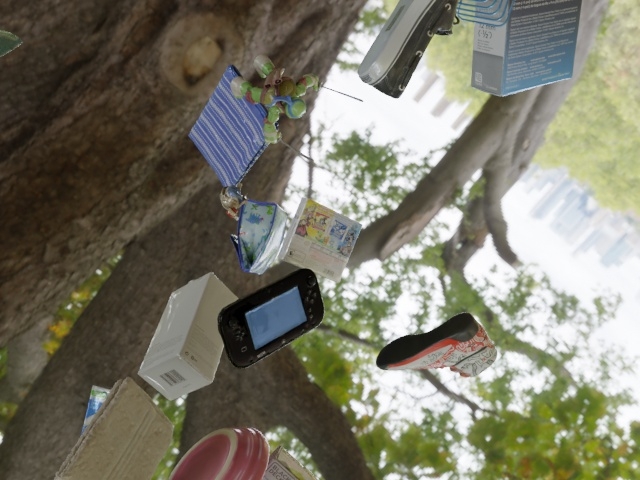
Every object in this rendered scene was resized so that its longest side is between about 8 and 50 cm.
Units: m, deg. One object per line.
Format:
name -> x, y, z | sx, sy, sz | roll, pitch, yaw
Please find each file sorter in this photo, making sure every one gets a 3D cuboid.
file sorter -> 0.305, -0.490, 1.395 | 0.118, 0.105, 0.170 | 19, -174, 24

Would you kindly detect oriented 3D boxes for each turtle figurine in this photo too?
turtle figurine -> -0.093, -0.352, 1.890 | 0.274, 0.198, 0.266 | 1, -147, -45

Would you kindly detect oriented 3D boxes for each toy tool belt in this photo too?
toy tool belt -> -0.164, -0.080, 1.403 | 0.052, 0.051, 0.083 | 41, -170, -32

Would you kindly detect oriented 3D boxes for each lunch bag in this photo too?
lunch bag -> -0.132, -0.004, 1.557 | 0.096, 0.151, 0.129 | 8, 176, 12

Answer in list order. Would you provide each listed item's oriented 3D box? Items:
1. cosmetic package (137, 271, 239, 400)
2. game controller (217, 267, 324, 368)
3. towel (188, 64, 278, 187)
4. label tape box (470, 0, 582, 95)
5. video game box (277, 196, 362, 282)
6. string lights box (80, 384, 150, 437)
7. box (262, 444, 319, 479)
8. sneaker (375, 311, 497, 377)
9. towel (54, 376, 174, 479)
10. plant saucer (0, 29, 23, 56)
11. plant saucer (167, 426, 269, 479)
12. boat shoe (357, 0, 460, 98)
cosmetic package -> -0.413, 0.298, 2.312 | 0.155, 0.197, 0.366 | 48, -147, -25
game controller -> -0.118, 0.194, 1.840 | 0.319, 0.067, 0.167 | -26, -79, -36
towel -> -0.267, -0.322, 2.141 | 0.040, 0.336, 0.243 | -26, -105, -43
label tape box -> 0.484, -0.535, 1.687 | 0.249, 0.348, 0.115 | -18, -151, -28
video game box -> 0.000, 0.000, 2.060 | 0.205, 0.187, 0.048 | 25, 178, -31
string lights box -> -0.507, 0.491, 1.745 | 0.133, 0.260, 0.076 | 3, 167, 33
box -> -0.149, 0.722, 1.978 | 0.169, 0.290, 0.087 | 43, -169, 0
sneaker -> 0.269, 0.273, 1.664 | 0.145, 0.270, 0.090 | 48, -149, -24
towel -> -0.419, 0.440, 1.505 | 0.187, 0.049, 0.282 | 57, -146, -23
plant saucer -> -0.718, -0.328, 1.364 | 0.318, 0.317, 0.044 | -110, -1, -63
plant saucer -> -0.277, 0.594, 1.817 | 0.084, 0.332, 0.332 | 49, -170, -20
boat shoe -> 0.140, -0.287, 0.947 | 0.076, 0.229, 0.080 | 34, 178, -21
